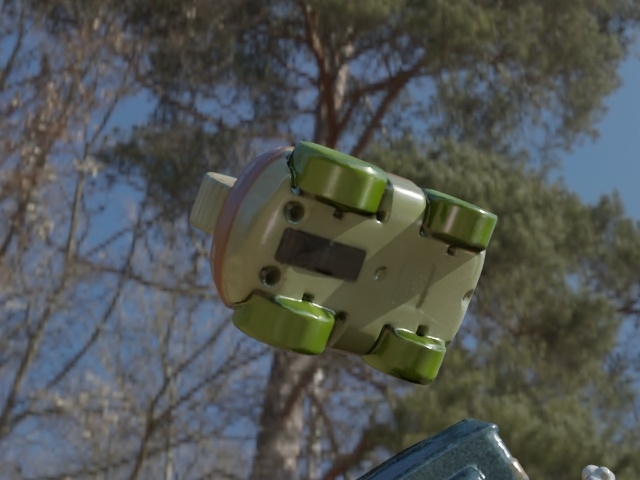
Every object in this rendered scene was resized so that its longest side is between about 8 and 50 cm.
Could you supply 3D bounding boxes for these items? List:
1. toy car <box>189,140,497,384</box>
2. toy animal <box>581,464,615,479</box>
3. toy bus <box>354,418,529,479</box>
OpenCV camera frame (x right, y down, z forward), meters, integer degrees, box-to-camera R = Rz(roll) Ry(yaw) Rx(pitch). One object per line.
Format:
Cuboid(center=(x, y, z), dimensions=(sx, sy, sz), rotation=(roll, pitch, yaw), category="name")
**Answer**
Cuboid(center=(0.000, 0.000, 1.182), dimensions=(0.235, 0.235, 0.145), rotation=(19, -84, -18), category="toy car")
Cuboid(center=(0.297, 0.403, 1.807), dimensions=(0.282, 0.140, 0.138), rotation=(-50, -33, 18), category="toy animal")
Cuboid(center=(0.129, 0.301, 1.093), dimensions=(0.162, 0.323, 0.194), rotation=(-31, -9, -15), category="toy bus")
